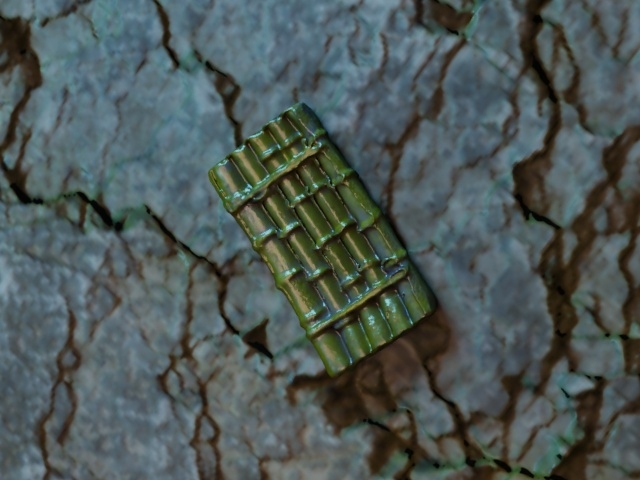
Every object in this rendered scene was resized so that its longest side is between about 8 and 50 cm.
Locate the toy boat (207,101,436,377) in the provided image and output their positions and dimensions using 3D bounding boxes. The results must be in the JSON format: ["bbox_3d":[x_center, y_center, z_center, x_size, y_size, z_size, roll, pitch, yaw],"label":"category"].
[{"bbox_3d":[0.000,0.000,0.697,0.063,0.016,0.115,-36,83,23],"label":"toy boat"}]
